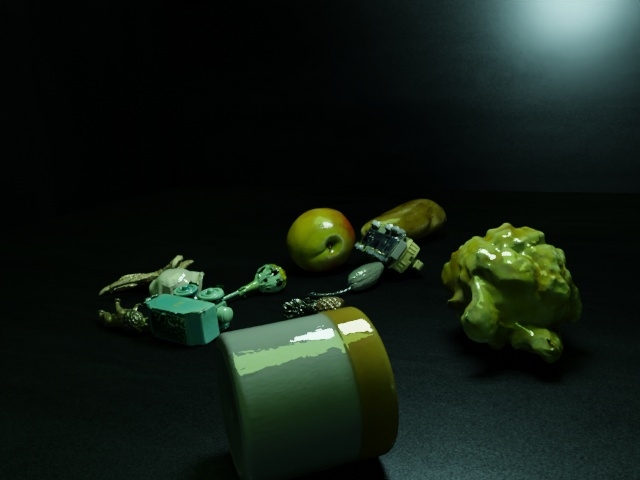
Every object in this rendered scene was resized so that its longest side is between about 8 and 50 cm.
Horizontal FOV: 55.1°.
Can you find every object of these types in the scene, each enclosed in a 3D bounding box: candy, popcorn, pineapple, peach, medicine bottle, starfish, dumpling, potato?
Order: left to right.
[{"bbox_3d":[-0.521,0.114,1.946,0.299,0.060,0.302,-24,-3,17],"label":"starfish"},{"bbox_3d":[-0.427,0.148,1.782,0.170,0.099,0.134,7,45,2],"label":"dumpling"},{"bbox_3d":[-0.226,0.149,1.775,0.306,0.083,0.091,-24,40,-36],"label":"candy"},{"bbox_3d":[-0.030,0.238,0.952,0.232,0.237,0.238,-9,14,-17],"label":"medicine bottle"},{"bbox_3d":[-0.018,0.176,1.564,0.160,0.074,0.074,0,14,17],"label":"pineapple"},{"bbox_3d":[0.000,0.000,2.018,0.231,0.230,0.231,-3,13,1],"label":"peach"},{"bbox_3d":[0.319,-0.067,2.345,0.369,0.176,0.195,-17,46,-33],"label":"potato"},{"bbox_3d":[0.421,0.106,1.346,0.275,0.278,0.335,14,-2,-11],"label":"popcorn"}]

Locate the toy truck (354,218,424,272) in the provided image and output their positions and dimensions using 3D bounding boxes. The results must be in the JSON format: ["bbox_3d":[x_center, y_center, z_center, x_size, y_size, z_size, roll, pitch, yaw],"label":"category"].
[{"bbox_3d":[0.228,0.030,1.968,0.157,0.124,0.272,38,-3,-16],"label":"toy truck"}]

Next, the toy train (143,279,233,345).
[{"bbox_3d":[-0.328,0.185,1.536,0.203,0.112,0.163,4,21,31],"label":"toy train"}]

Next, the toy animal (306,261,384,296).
[{"bbox_3d":[0.087,0.127,1.797,0.253,0.070,0.079,-23,-14,-25],"label":"toy animal"}]

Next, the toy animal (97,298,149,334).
[{"bbox_3d":[-0.528,0.193,1.614,0.220,0.086,0.069,2,-26,42],"label":"toy animal"}]
